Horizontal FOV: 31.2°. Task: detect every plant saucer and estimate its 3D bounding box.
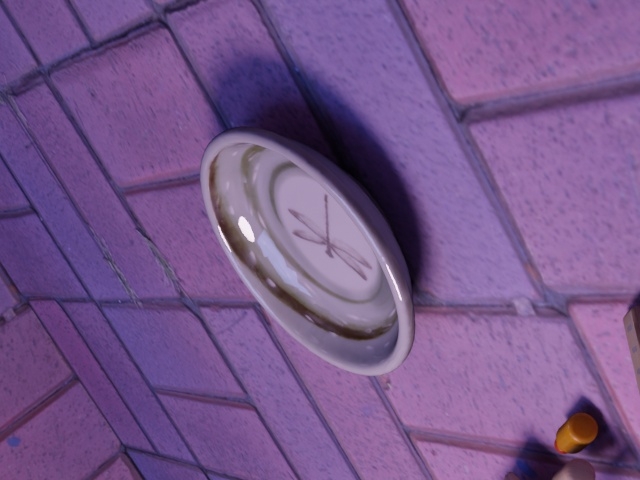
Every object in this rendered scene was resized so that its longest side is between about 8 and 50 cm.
[{"bbox_3d":[0.000,0.000,1.584,0.400,0.100,0.400,36,149,26],"label":"plant saucer"}]

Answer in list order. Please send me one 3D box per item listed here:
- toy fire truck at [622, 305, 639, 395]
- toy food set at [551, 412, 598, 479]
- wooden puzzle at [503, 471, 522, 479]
[{"bbox_3d":[0.402,0.171,1.164,0.246,0.158,0.217,34,149,11],"label":"toy fire truck"},{"bbox_3d":[0.366,0.333,1.424,0.232,0.111,0.104,43,163,14],"label":"toy food set"},{"bbox_3d":[0.370,0.484,1.621,0.322,0.080,0.348,42,157,22],"label":"wooden puzzle"}]
